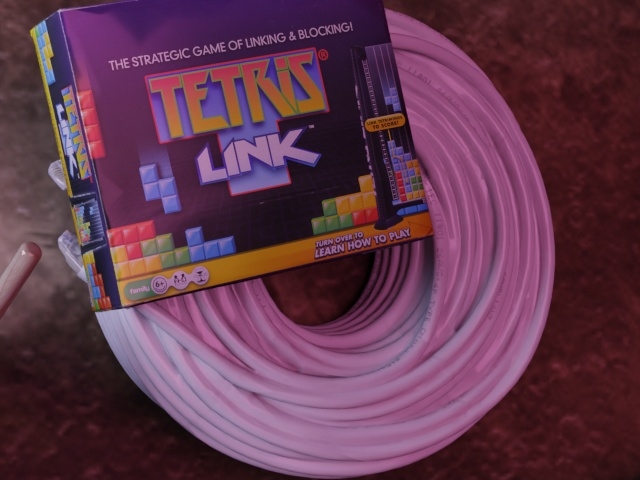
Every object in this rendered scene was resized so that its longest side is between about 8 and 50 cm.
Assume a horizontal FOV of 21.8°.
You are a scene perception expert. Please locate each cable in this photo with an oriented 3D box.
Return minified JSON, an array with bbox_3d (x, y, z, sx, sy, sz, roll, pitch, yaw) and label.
[{"bbox_3d":[0.000,0.000,0.896,0.257,0.089,0.257,-42,103,-23],"label":"cable"}]

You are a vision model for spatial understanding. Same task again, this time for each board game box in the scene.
[{"bbox_3d":[-0.040,-0.051,0.805,0.170,0.048,0.141,-13,92,-26],"label":"board game box"}]

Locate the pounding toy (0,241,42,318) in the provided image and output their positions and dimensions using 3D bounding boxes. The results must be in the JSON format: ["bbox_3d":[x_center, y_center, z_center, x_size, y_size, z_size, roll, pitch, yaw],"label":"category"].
[{"bbox_3d":[-0.192,0.077,0.775,0.100,0.130,0.141,-1,85,-25],"label":"pounding toy"}]
